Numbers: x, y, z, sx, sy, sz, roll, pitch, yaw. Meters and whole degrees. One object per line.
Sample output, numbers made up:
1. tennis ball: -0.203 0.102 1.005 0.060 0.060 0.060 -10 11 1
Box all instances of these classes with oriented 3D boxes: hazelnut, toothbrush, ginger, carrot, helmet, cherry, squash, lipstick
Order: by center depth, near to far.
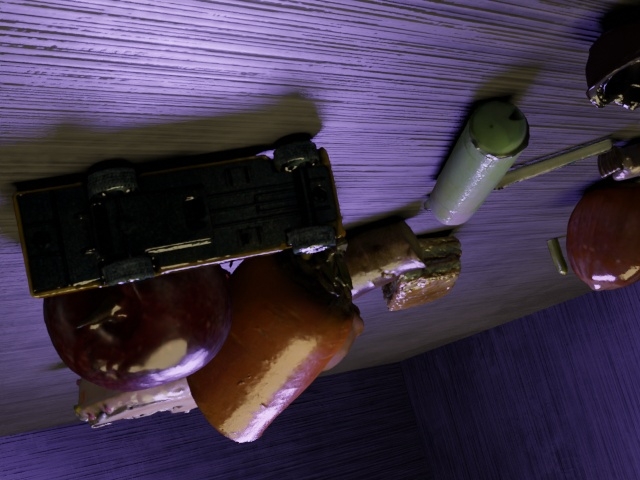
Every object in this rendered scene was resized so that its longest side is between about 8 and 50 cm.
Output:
1. helmet: 0.313 -0.184 0.898 0.123 0.070 0.098 5 151 -38
2. lipstick: 0.197 -0.092 1.145 0.076 0.076 0.304 -14 167 -5
3. cherry: -0.224 0.086 1.150 0.230 0.203 0.300 -24 179 7
4. carrot: -0.060 0.108 1.302 0.193 0.214 0.331 14 125 -45
5. toothbrush: 0.293 -0.097 1.327 0.294 0.026 0.028 -19 -175 16
6. ginger: 0.048 0.048 1.479 0.263 0.109 0.116 -21 138 23
7. hazelnut: 0.532 -0.006 1.600 0.176 0.214 0.214 27 166 4
8. squash: 0.537 0.038 2.016 0.027 0.083 0.027 -14 166 -4

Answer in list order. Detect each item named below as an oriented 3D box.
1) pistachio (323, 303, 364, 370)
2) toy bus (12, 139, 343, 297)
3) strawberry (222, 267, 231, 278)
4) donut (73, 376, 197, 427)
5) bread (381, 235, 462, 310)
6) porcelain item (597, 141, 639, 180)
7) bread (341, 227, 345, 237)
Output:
1. pistachio: -0.045 0.160 1.724 0.213 0.163 0.260 -30 140 15
2. toy bus: -0.149 -0.020 0.966 0.336 0.121 0.123 -11 175 -17
3. strawberry: -0.211 0.078 1.378 0.146 0.082 0.187 -33 157 -19
4. donut: -0.357 0.314 2.029 0.307 0.150 0.371 -23 164 30
5. bread: 0.189 0.060 1.697 0.138 0.102 0.196 -15 166 -12
6. porcelain item: 0.490 -0.121 1.379 0.213 0.054 0.084 -3 159 -45
7. bread: 0.000 0.000 1.363 0.081 0.046 0.083 -5 166 -17
